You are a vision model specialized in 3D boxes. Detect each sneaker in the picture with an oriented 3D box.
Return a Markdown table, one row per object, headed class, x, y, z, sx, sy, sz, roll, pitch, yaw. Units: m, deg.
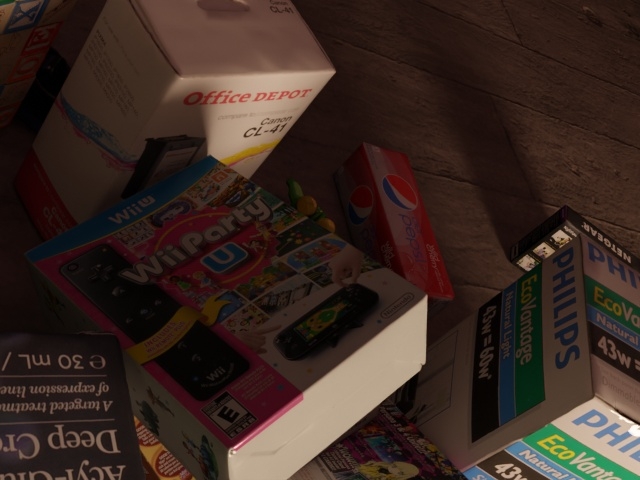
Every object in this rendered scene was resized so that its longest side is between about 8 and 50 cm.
| class | x | y | z | sx | sy | sz | roll | pitch | yaw |
| --- | --- | --- | --- | --- | --- | --- | --- | --- | --- |
| sneaker | -0.360 | -0.207 | 1.022 | 0.232 | 0.090 | 0.081 | 34 | 41 | -14 |

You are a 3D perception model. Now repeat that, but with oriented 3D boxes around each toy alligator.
| class | x | y | z | sx | sy | sz | roll | pitch | yaw |
| --- | --- | --- | --- | --- | --- | --- | --- | --- | --- |
| toy alligator | 0.000 | 0.000 | 1.197 | 0.051 | 0.056 | 0.190 | -38 | 85 | -9 |

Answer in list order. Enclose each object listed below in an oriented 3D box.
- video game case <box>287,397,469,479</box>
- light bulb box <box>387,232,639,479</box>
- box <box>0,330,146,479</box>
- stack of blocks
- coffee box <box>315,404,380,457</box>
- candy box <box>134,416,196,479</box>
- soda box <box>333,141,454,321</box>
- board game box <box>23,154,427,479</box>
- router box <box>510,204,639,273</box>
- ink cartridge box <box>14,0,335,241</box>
| class | x | y | z | sx | sy | sz | roll | pitch | yaw |
| --- | --- | --- | --- | --- | --- | --- | --- | --- | --- |
| video game case | 0.011 | 0.223 | 0.880 | 0.210 | 0.042 | 0.232 | -4 | 21 | -25 |
| light bulb box | 0.297 | 0.243 | 0.999 | 0.358 | 0.361 | 0.225 | 31 | 41 | -17 |
| box | -0.278 | 0.275 | 0.586 | 0.293 | 0.212 | 0.396 | 6 | 54 | -39 |
| stack of blocks | -0.356 | -0.185 | 0.844 | 0.087 | 0.297 | 0.171 | 49 | 38 | 3 |
| coffee box | -0.066 | 0.112 | 0.912 | 0.246 | 0.098 | 0.141 | 27 | 28 | 30 |
| candy box | -0.147 | 0.238 | 0.812 | 0.187 | 0.109 | 0.053 | 52 | 41 | 8 |
| soda box | 0.102 | -0.011 | 1.266 | 0.092 | 0.083 | 0.263 | 10 | 50 | -35 |
| board game box | -0.089 | 0.064 | 0.794 | 0.224 | 0.098 | 0.303 | -33 | 48 | -30 |
| router box | 0.430 | 0.037 | 1.472 | 0.179 | 0.133 | 0.046 | 34 | 41 | -15 |
| ink cartridge box | -0.164 | -0.124 | 0.953 | 0.226 | 0.306 | 0.131 | -14 | 67 | -46 |
